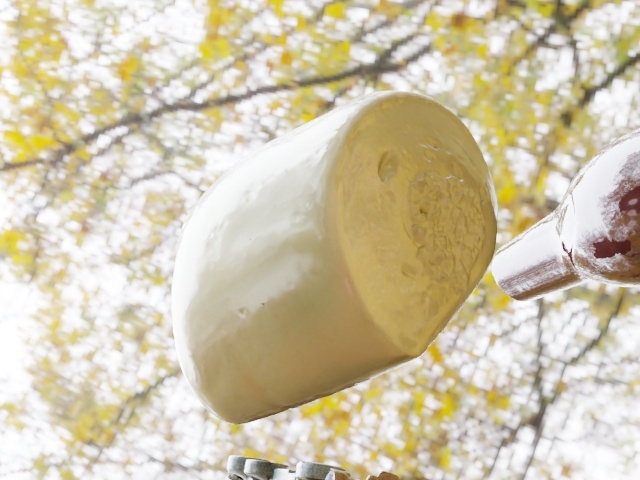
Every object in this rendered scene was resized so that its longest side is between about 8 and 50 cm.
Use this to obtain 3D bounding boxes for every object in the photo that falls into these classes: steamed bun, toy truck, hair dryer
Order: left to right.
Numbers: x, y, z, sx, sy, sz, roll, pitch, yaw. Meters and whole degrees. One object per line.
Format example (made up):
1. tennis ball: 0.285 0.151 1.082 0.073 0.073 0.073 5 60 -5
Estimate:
1. toy truck: -0.001 0.256 1.322 0.140 0.256 0.108 15 -104 -23
2. steamed bun: 0.000 0.000 1.019 0.155 0.200 0.250 60 -146 -14
3. hair dryer: 0.297 -0.104 1.273 0.123 0.312 0.340 35 -112 -12
